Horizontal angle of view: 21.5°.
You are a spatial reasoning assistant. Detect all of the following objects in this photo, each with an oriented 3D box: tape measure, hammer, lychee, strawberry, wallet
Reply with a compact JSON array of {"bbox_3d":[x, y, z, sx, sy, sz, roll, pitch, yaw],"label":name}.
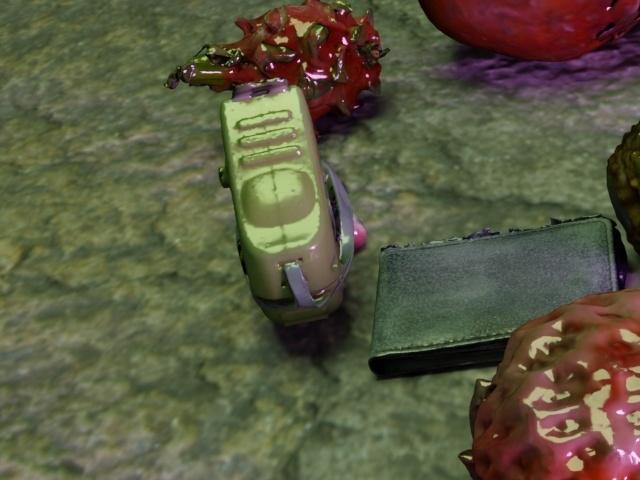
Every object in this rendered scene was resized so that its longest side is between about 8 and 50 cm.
[{"bbox_3d":[-0.024,-0.016,1.470,0.106,0.175,0.200,-14,67,1],"label":"tape measure"},{"bbox_3d":[0.000,0.000,1.576,0.083,0.031,0.052,-28,31,-9],"label":"hammer"},{"bbox_3d":[0.329,-0.044,1.402,0.171,0.171,0.171,-10,33,7],"label":"lychee"},{"bbox_3d":[0.269,0.129,1.168,0.336,0.149,0.265,3,35,23],"label":"strawberry"},{"bbox_3d":[0.154,0.047,1.441,0.222,0.036,0.167,-9,34,11],"label":"wallet"}]

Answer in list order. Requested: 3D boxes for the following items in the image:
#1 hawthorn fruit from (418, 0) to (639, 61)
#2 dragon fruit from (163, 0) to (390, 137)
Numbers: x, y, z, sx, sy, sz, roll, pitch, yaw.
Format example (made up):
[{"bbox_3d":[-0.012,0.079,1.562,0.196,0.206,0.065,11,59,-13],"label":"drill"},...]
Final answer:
[{"bbox_3d":[0.259,-0.305,1.748,0.307,0.276,0.276,29,49,20],"label":"hawthorn fruit"},{"bbox_3d":[-0.044,-0.178,1.762,0.236,0.137,0.135,-21,30,-6],"label":"dragon fruit"}]
